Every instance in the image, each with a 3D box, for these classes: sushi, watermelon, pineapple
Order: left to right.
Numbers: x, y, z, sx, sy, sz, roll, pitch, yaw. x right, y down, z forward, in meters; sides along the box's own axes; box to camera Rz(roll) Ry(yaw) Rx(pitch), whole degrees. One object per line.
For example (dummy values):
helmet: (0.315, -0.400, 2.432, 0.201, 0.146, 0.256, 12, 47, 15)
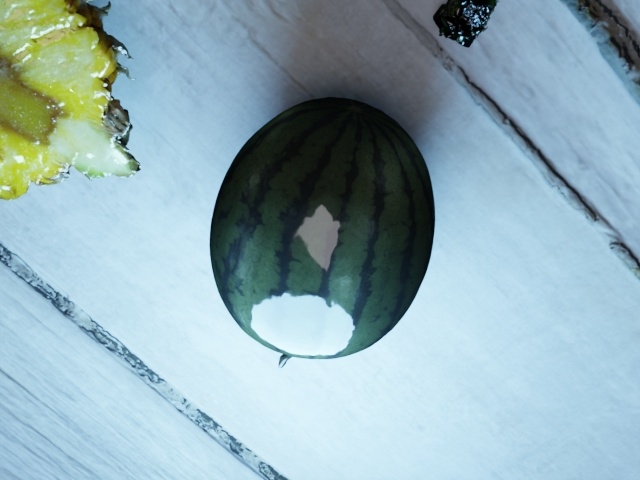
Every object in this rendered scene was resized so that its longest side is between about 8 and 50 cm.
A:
pineapple: (-0.356, -0.201, 1.136, 0.286, 0.209, 0.344, 31, 117, -29)
watermelon: (0.000, 0.000, 1.112, 0.279, 0.279, 0.359, 11, 123, 2)
sushi: (0.177, -0.276, 1.042, 0.056, 0.084, 0.083, 28, 118, -8)
